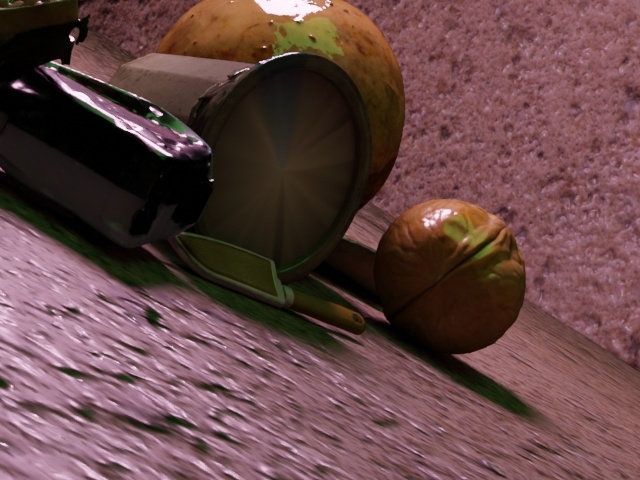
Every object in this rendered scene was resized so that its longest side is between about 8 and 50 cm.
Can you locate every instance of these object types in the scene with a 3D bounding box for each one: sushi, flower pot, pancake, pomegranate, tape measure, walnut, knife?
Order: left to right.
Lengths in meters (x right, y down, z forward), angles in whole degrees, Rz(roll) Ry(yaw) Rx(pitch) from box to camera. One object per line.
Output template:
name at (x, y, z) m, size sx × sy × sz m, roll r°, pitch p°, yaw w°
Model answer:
sushi at (-0.326, -0.174, 1.357) m, size 0.291 × 0.131 × 0.139 m, roll -9°, pitch 25°, yaw -31°
tape measure at (-0.176, -0.068, 1.453) m, size 0.182 × 0.107 × 0.181 m, roll 30°, pitch 8°, yaw 16°
flower pot at (-0.097, -0.077, 1.660) m, size 0.203 × 0.212 × 0.212 m, roll 14°, pitch -7°, yaw 42°
knife at (-0.047, 0.037, 1.587) m, size 0.256 × 0.022 × 0.046 m, roll 24°, pitch 47°, yaw -47°
pomegranate at (-0.046, -0.131, 1.901) m, size 0.281 × 0.281 × 0.281 m, roll 30°, pitch 5°, yaw -3°
pancake at (0.000, 0.000, 2.141) m, size 0.294 × 0.049 × 0.294 m, roll 28°, pitch 2°, yaw -1°
walnut at (0.135, 0.037, 1.912) m, size 0.165 × 0.165 × 0.197 m, roll 30°, pitch 5°, yaw 0°
